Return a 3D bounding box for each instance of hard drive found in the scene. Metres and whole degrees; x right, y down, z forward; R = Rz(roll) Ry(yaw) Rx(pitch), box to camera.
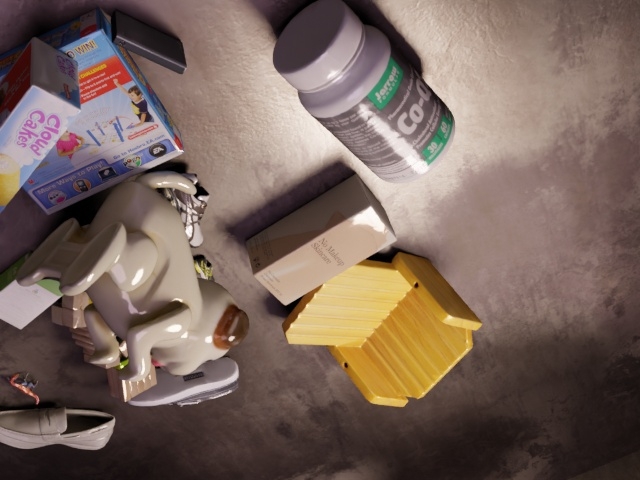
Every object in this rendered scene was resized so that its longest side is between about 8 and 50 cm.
[{"bbox_3d":[-0.306,-0.352,1.406,0.135,0.094,0.022,21,123,-32],"label":"hard drive"}]

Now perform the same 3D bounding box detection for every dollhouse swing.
[{"bbox_3d":[0.140,0.236,1.958,0.305,0.315,0.346,-6,141,-52],"label":"dollhouse swing"}]

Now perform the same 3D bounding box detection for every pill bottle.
[{"bbox_3d":[0.086,-0.281,1.518,0.204,0.204,0.361,-38,132,18],"label":"pill bottle"}]

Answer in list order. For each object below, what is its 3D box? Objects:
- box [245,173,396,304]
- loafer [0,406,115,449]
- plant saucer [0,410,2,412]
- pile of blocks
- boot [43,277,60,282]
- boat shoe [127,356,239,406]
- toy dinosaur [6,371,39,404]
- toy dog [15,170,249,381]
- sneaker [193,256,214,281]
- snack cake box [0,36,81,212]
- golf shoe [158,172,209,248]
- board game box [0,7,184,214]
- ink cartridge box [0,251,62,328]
[{"bbox_3d":[0.000,0.000,1.811,0.311,0.121,0.148,-32,132,13],"label":"box"},{"bbox_3d":[-0.695,0.477,2.057,0.320,0.112,0.111,12,123,-36],"label":"loafer"},{"bbox_3d":[-0.863,0.490,2.070,0.120,0.021,0.119,-8,134,-9],"label":"plant saucer"},{"bbox_3d":[-0.521,0.230,1.896,0.113,0.149,0.362,9,136,35],"label":"pile of blocks"},{"bbox_3d":[-0.455,0.026,1.683,0.263,0.091,0.229,-48,130,5],"label":"boot"},{"bbox_3d":[-0.363,0.392,2.083,0.302,0.108,0.102,-13,133,-15],"label":"boat shoe"},{"bbox_3d":[-0.736,0.360,1.960,0.047,0.090,0.082,-43,164,2],"label":"toy dinosaur"},{"bbox_3d":[-0.337,0.101,1.604,0.285,0.395,0.408,-5,133,41],"label":"toy dog"},{"bbox_3d":[-0.267,0.072,1.858,0.035,0.031,0.083,-26,134,7],"label":"sneaker"},{"bbox_3d":[-0.514,-0.190,1.331,0.089,0.152,0.264,28,119,-36],"label":"snack cake box"},{"bbox_3d":[-0.275,-0.063,1.700,0.094,0.077,0.198,-18,136,-1],"label":"golf shoe"},{"bbox_3d":[-0.465,-0.230,1.476,0.308,0.086,0.301,-23,134,5],"label":"board game box"},{"bbox_3d":[-0.634,0.096,1.742,0.209,0.062,0.109,-37,131,13],"label":"ink cartridge box"}]
